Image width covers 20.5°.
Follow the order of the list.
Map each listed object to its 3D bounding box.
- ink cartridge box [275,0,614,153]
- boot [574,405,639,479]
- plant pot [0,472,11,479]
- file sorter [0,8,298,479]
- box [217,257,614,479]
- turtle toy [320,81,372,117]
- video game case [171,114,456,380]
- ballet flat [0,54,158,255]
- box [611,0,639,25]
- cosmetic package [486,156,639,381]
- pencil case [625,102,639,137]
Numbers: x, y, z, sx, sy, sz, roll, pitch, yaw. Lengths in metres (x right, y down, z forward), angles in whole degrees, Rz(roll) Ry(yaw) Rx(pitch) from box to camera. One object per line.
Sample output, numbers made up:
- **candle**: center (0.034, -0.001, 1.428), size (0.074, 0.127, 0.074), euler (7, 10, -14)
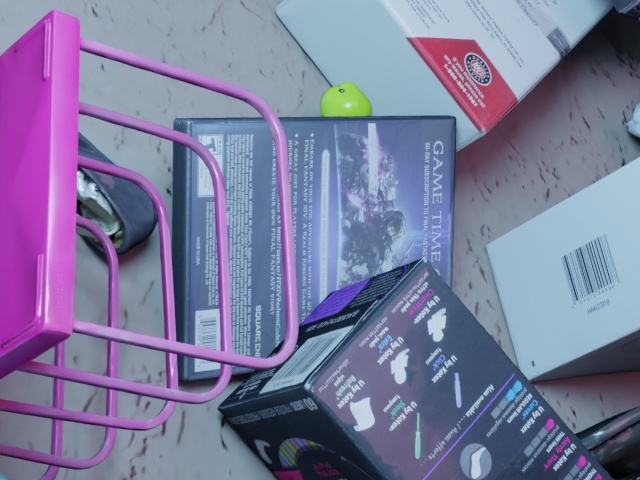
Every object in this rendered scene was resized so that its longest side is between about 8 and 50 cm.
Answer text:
- **ink cartridge box**: center (0.120, -0.212, 1.594), size (0.197, 0.114, 0.273), euler (52, 47, -5)
- **boot**: center (0.334, 0.255, 1.543), size (0.263, 0.091, 0.229), euler (1, 67, -40)
- **plant pot**: center (-0.247, 0.246, 0.954), size (0.334, 0.341, 0.341), euler (39, 49, -4)
- **file sorter**: center (-0.170, 0.028, 1.130), size (0.182, 0.290, 0.202), euler (16, 59, -35)
- **box**: center (0.083, 0.169, 1.315), size (0.270, 0.165, 0.143), euler (49, 64, -9)
- **turtle toy**: center (0.023, -0.068, 1.477), size (0.095, 0.066, 0.130), euler (3, 67, -37)
- **video game case**: center (0.000, 0.000, 1.397), size (0.274, 0.026, 0.196), euler (-4, 98, -40)
- **ballet flat**: center (-0.205, -0.061, 1.296), size (0.203, 0.074, 0.074), euler (42, 49, -17)
- **box**: center (0.288, -0.311, 1.696), size (0.242, 0.076, 0.307), euler (60, 19, 15)
- **cosmetic package**: center (0.310, 0.022, 1.550), size (0.224, 0.224, 0.138), euler (1, 68, -38)
- **pencil case**: center (0.412, -0.037, 1.738), size (0.124, 0.113, 0.273), euler (-30, 88, -23)
